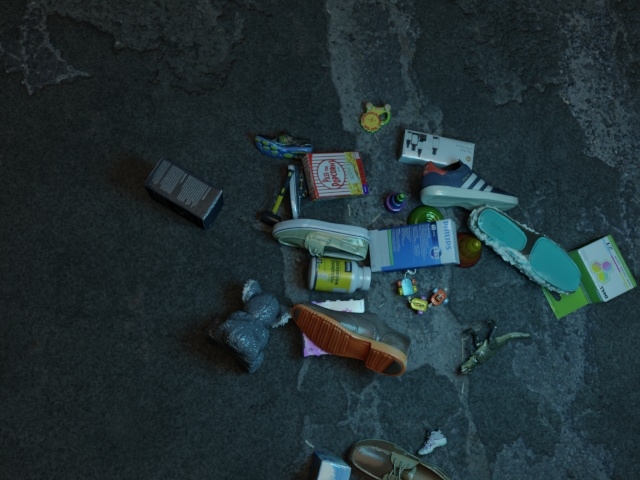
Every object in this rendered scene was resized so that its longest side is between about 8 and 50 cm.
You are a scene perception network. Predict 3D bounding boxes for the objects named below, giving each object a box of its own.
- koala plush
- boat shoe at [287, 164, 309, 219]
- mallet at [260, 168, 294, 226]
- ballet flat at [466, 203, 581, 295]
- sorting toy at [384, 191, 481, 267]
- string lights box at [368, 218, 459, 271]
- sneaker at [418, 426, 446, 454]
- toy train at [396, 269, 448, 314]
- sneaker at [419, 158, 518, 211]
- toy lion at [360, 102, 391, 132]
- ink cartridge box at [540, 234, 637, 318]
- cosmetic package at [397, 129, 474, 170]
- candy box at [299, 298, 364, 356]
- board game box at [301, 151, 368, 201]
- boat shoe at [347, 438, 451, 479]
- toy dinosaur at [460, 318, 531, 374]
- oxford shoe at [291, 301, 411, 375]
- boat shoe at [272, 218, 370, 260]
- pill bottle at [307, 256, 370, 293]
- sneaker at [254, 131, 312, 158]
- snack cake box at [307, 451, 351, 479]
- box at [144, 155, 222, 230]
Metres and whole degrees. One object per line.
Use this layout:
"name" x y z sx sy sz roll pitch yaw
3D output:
"koala plush" -0.197 0.240 1.689 0.196 0.203 0.221 39 65 1
"boat shoe" -0.058 -0.154 1.834 0.083 0.065 0.183 -2 79 -9
"mallet" -0.117 -0.128 1.800 0.062 0.039 0.189 31 103 0
"ballet flat" 0.642 0.024 1.855 0.409 0.147 0.147 37 77 -2
"sorting toy" 0.373 -0.048 1.839 0.366 0.126 0.127 34 77 -1
"string lights box" 0.283 0.020 1.776 0.260 0.077 0.133 -8 79 23
"sneaker" 0.326 0.599 1.755 0.098 0.038 0.069 -21 81 -20
"toy train" 0.315 0.162 1.833 0.166 0.046 0.125 42 75 -1
"sneaker" 0.479 -0.180 1.858 0.350 0.131 0.148 8 69 -23
"toy lion" 0.183 -0.406 1.933 0.100 0.034 0.096 2 86 -7
"ink cartridge box" 0.855 0.121 1.883 0.255 0.097 0.188 -23 83 -12
"cosmetic package" 0.383 -0.291 1.920 0.239 0.060 0.098 10 79 -5
"candy box" 0.038 0.264 1.762 0.196 0.070 0.164 -3 79 -8
"board game box" 0.047 -0.204 1.838 0.194 0.045 0.146 -8 80 -28
"boat shoe" 0.239 0.667 1.687 0.325 0.116 0.123 19 77 -3
"toy dinosaur" 0.525 0.317 1.824 0.268 0.064 0.118 -28 90 -14
"oxford shoe" 0.091 0.262 1.692 0.364 0.130 0.132 27 45 5
"boat shoe" 0.000 0.000 1.770 0.303 0.109 0.094 4 62 3
"pill bottle" 0.057 0.109 1.778 0.184 0.103 0.103 5 79 -6
"sneaker" -0.119 -0.310 1.865 0.188 0.067 0.078 8 57 -4
"snack cake box" 0.002 0.745 1.623 0.089 0.152 0.264 15 77 -4
"box" -0.404 -0.137 1.742 0.207 0.153 0.108 30 76 -2
